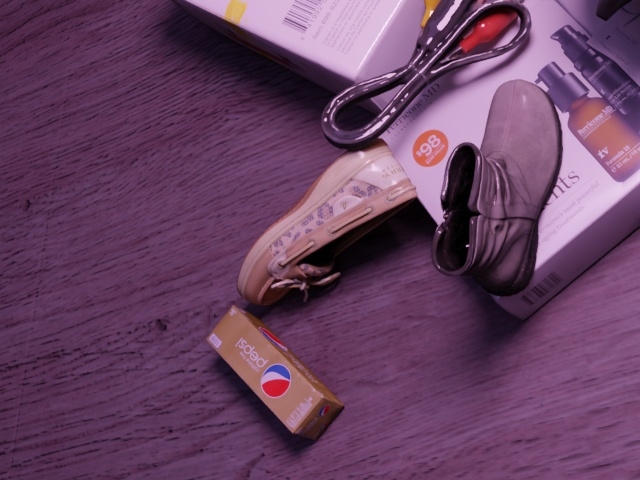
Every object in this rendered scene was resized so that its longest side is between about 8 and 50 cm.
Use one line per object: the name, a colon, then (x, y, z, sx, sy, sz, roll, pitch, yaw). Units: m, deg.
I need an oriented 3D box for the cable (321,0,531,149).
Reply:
cable: (0.128, -0.199, 1.261, 0.139, 0.072, 0.287, 37, 89, 12)

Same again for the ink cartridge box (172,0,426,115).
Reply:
ink cartridge box: (0.007, -0.360, 1.443, 0.384, 0.160, 0.279, 32, 90, 32)

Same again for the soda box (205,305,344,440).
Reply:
soda box: (-0.056, 0.160, 1.362, 0.058, 0.061, 0.181, -50, 57, 5)

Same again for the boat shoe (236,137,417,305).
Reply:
boat shoe: (0.000, 0.000, 1.332, 0.089, 0.104, 0.285, 52, 128, 14)

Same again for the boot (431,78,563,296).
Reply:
boot: (0.179, -0.070, 1.139, 0.083, 0.161, 0.247, 2, 76, 29)

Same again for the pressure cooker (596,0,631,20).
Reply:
pressure cooker: (0.423, -0.370, 1.038, 0.420, 0.376, 0.370, 28, 43, 11)

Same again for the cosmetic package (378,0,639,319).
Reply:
cosmetic package: (0.277, -0.141, 1.262, 0.377, 0.097, 0.284, -42, 56, 11)
